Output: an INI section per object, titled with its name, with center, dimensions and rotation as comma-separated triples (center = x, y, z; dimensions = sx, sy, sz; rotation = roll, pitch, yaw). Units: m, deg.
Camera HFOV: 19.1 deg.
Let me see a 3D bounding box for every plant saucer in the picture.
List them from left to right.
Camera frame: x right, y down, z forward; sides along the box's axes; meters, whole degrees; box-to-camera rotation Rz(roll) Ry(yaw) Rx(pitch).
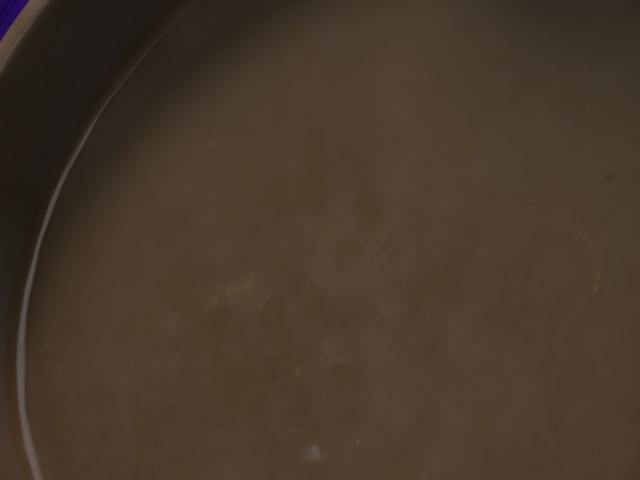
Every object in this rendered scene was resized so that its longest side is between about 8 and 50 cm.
[plant saucer]
center = 0.000, 0.000, 0.510
dimensions = 0.278, 0.041, 0.278
rotation = -15, 61, 28

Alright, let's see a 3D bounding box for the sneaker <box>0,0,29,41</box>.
[sneaker]
center = -0.148, -0.133, 0.764
dimensions = 0.293, 0.146, 0.102
rotation = -8, 38, 29
